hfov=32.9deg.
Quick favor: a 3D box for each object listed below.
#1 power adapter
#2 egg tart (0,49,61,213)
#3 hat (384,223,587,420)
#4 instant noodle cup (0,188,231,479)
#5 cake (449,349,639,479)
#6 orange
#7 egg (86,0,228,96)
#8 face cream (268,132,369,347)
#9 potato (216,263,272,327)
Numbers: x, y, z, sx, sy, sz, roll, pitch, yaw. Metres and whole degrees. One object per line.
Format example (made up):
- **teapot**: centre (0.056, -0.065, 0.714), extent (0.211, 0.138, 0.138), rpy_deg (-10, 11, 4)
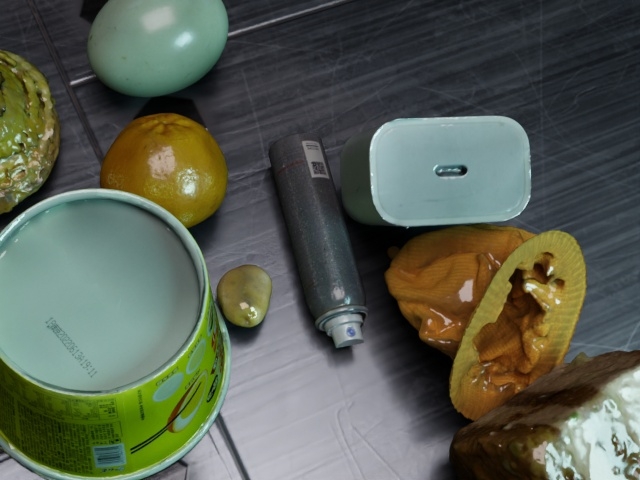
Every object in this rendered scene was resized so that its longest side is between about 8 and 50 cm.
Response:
- **power adapter**: centre (0.125, -0.079, 1.319), extent (0.187, 0.255, 0.124), rpy_deg (-2, 91, -10)
- **egg tart**: centre (-0.468, -0.154, 1.333), extent (0.294, 0.123, 0.294), rpy_deg (3, 62, -5)
- **hat**: centre (0.164, 0.063, 1.319), extent (0.233, 0.244, 0.233), rpy_deg (-47, 46, -11)
- **instant noodle cup**: centre (-0.239, 0.093, 1.187), extent (0.311, 0.221, 0.311), rpy_deg (4, 63, -7)
- **cake**: centre (0.317, 0.230, 1.195), extent (0.293, 0.196, 0.199), rpy_deg (-31, 89, -22)
- **orange**: centre (-0.190, -0.085, 1.319), extent (0.159, 0.136, 0.159), rpy_deg (1, 28, -1)
- **egg**: centre (-0.211, -0.265, 1.411), extent (0.192, 0.149, 0.149), rpy_deg (-31, 71, -11)
- **face cream**: centre (0.000, 0.000, 1.351), extent (0.073, 0.073, 0.283), rpy_deg (-9, 65, -13)
- **potato**: centre (-0.091, 0.068, 1.310), extent (0.068, 0.062, 0.083), rpy_deg (-19, 28, 9)
